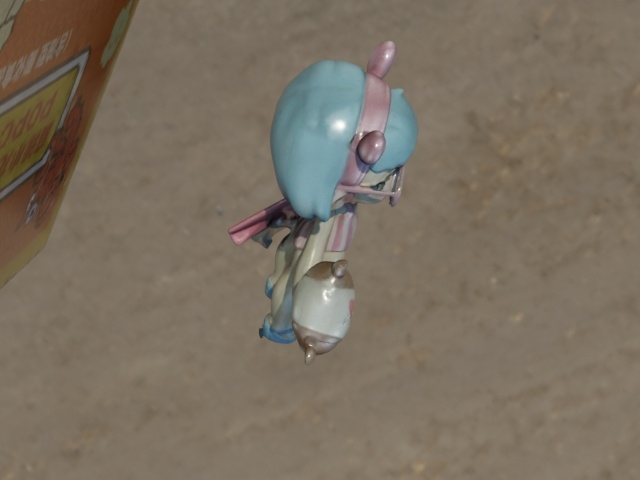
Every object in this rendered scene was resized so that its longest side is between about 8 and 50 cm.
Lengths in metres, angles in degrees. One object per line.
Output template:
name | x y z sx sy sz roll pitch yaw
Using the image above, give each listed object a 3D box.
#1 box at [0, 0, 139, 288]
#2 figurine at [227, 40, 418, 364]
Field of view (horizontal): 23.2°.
box | -0.207 -0.085 0.453 0.214 0.259 0.283 -64 179 20
figurine | -0.011 -0.009 1.105 0.260 0.103 0.205 115 -4 -48
